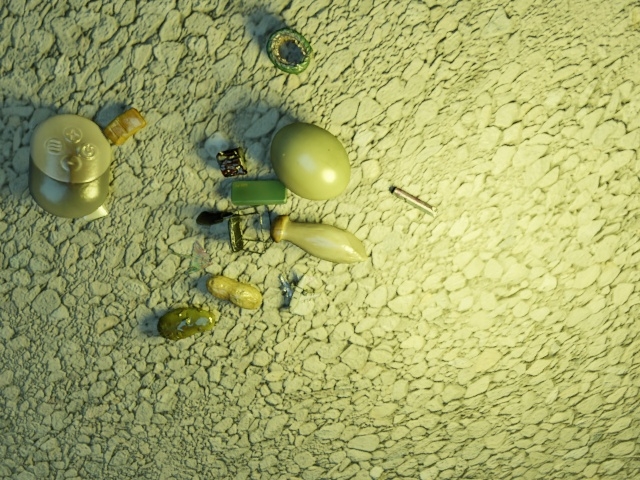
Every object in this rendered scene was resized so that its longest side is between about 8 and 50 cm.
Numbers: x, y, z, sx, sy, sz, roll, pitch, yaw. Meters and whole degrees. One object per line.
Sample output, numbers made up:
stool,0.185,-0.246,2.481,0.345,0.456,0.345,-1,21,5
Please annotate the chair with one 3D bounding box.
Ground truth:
chair,-0.286,-0.035,1.404,0.222,0.140,0.145,-3,106,4

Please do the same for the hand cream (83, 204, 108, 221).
hand cream,-0.813,-0.188,1.414,0.080,0.048,0.255,-27,107,-23

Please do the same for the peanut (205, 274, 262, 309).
peanut,-0.310,0.184,1.503,0.214,0.099,0.099,26,107,0

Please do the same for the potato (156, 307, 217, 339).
potato,-0.495,0.304,1.540,0.226,0.090,0.117,-12,107,6

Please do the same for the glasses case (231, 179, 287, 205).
glasses case,-0.203,-0.159,1.395,0.184,0.039,0.077,-1,75,2

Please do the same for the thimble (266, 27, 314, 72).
thimble,-0.093,-0.566,1.255,0.135,0.090,0.118,34,108,-11

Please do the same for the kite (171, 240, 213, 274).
kite,-0.460,0.062,1.507,0.157,0.011,0.138,14,104,-4

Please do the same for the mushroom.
mushroom,0.000,0.000,1.413,0.351,0.128,0.128,17,107,-2

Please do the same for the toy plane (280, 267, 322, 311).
toy plane,-0.081,0.188,1.509,0.162,0.065,0.171,24,102,6

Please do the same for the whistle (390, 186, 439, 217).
whistle,0.318,-0.131,1.411,0.177,0.033,0.033,28,106,-6

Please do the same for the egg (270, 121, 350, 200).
egg,-0.030,-0.241,1.288,0.219,0.219,0.269,-39,105,12

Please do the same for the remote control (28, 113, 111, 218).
remote control,-0.796,-0.236,1.333,0.221,0.104,0.331,3,96,-29

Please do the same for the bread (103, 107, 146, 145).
bread,-0.631,-0.369,1.350,0.132,0.053,0.074,-31,104,9

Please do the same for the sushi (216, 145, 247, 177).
sushi,-0.287,-0.252,1.354,0.085,0.098,0.094,-11,112,8
